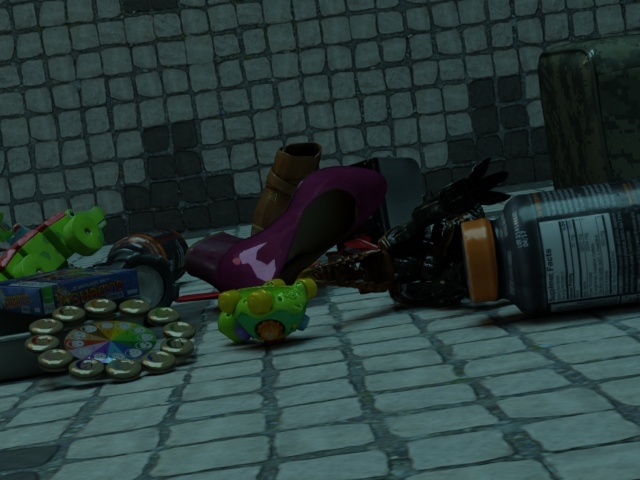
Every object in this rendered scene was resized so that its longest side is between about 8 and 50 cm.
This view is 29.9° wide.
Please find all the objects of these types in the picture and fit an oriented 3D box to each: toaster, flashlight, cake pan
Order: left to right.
[{"bbox_3d":[-0.346,0.118,1.452,0.293,0.054,0.293,-8,4,1],"label":"cake pan"},{"bbox_3d":[-0.300,0.071,1.734,0.103,0.103,0.304,37,-19,-21],"label":"flashlight"},{"bbox_3d":[0.100,-0.055,2.139,0.110,0.186,0.168,-8,-4,-33],"label":"toaster"}]

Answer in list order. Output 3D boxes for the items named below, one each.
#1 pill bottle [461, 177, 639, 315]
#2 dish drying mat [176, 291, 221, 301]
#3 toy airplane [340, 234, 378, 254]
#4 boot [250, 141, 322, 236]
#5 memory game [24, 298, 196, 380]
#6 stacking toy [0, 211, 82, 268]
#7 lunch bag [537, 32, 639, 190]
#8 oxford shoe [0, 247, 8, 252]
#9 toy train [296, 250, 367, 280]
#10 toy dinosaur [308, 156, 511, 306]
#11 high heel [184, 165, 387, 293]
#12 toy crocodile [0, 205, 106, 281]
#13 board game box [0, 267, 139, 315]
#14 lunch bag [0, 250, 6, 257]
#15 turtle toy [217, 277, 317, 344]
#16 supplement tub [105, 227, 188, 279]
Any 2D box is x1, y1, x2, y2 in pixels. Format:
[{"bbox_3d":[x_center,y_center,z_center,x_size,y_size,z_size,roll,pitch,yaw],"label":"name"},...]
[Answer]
[{"bbox_3d":[0.272,0.007,1.248,0.245,0.130,0.130,-7,5,6],"label":"pill bottle"},{"bbox_3d":[-0.181,0.086,1.845,0.083,0.008,0.032,-7,6,18],"label":"dish drying mat"},{"bbox_3d":[0.099,0.023,1.785,0.151,0.028,0.151,7,20,-3],"label":"toy airplane"},{"bbox_3d":[-0.045,-0.080,2.203,0.109,0.220,0.283,20,17,21],"label":"boot"},{"bbox_3d":[-0.225,0.103,1.290,0.186,0.012,0.186,3,23,-1],"label":"memory game"},{"bbox_3d":[-0.509,0.020,2.160,0.052,0.221,0.167,-49,11,-6],"label":"stacking toy"},{"bbox_3d":[0.426,-0.113,1.463,0.256,0.305,0.212,-12,8,-7],"label":"lunch bag"},{"bbox_3d":[-0.686,0.082,2.104,0.348,0.123,0.130,-11,0,-40],"label":"oxford shoe"},{"bbox_3d":[0.004,0.038,1.874,0.166,0.046,0.125,-5,6,36],"label":"toy train"},{"bbox_3d":[0.138,0.028,1.443,0.322,0.164,0.218,-34,4,-35],"label":"toy dinosaur"},{"bbox_3d":[0.000,0.000,1.730,0.377,0.127,0.181,-30,35,-33],"label":"high heel"},{"bbox_3d":[-0.434,0.027,1.834,0.115,0.105,0.340,-35,9,32],"label":"toy crocodile"},{"bbox_3d":[-0.341,0.063,1.545,0.136,0.035,0.201,-11,6,-36],"label":"board game box"},{"bbox_3d":[-0.578,0.084,1.944,0.224,0.108,0.279,-3,7,45],"label":"lunch bag"},{"bbox_3d":[-0.065,0.081,1.331,0.130,0.066,0.095,-4,6,45],"label":"turtle toy"},{"bbox_3d":[-0.301,0.036,2.058,0.106,0.106,0.198,-7,4,13],"label":"supplement tub"}]
